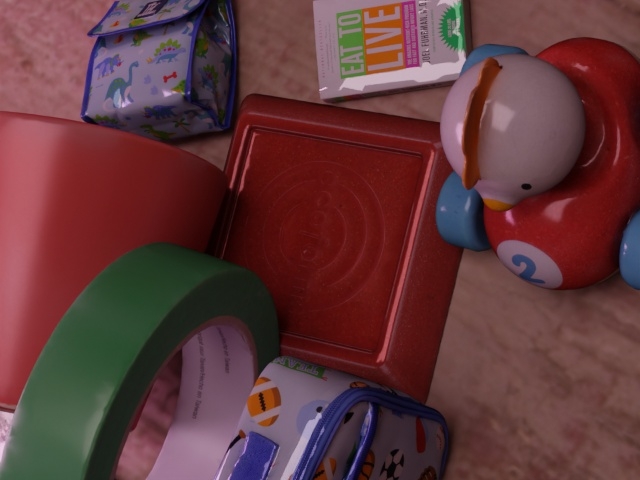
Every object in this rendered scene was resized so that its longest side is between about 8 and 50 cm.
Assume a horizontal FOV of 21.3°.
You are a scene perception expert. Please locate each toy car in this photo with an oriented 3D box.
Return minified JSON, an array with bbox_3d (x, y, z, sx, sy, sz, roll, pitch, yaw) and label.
[{"bbox_3d":[0.162,-0.065,1.347,0.219,0.238,0.210,15,97,36],"label":"toy car"}]

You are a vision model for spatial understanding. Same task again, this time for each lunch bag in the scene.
[{"bbox_3d":[-0.021,0.252,1.389,0.115,0.243,0.303,21,88,28],"label":"lunch bag"},{"bbox_3d":[-0.152,-0.177,1.635,0.129,0.096,0.151,-8,61,27],"label":"lunch bag"}]

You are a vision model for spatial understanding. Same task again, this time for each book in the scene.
[{"bbox_3d":[0.068,-0.182,1.562,0.144,0.035,0.096,-7,79,22],"label":"book"}]

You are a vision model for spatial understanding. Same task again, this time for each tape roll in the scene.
[{"bbox_3d":[-0.143,0.163,1.414,0.077,0.321,0.321,19,88,23],"label":"tape roll"}]

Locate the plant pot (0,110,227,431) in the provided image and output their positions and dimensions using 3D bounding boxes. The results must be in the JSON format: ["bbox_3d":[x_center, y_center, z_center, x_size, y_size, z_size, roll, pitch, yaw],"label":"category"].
[{"bbox_3d":[-0.238,0.035,1.508,0.275,0.275,0.243,6,81,27],"label":"plant pot"}]

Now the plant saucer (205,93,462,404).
[{"bbox_3d":[0.000,0.000,1.545,0.259,0.048,0.258,11,84,27],"label":"plant saucer"}]

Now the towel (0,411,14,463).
[{"bbox_3d":[-0.329,0.199,1.674,0.152,0.023,0.113,-37,66,14],"label":"towel"}]
